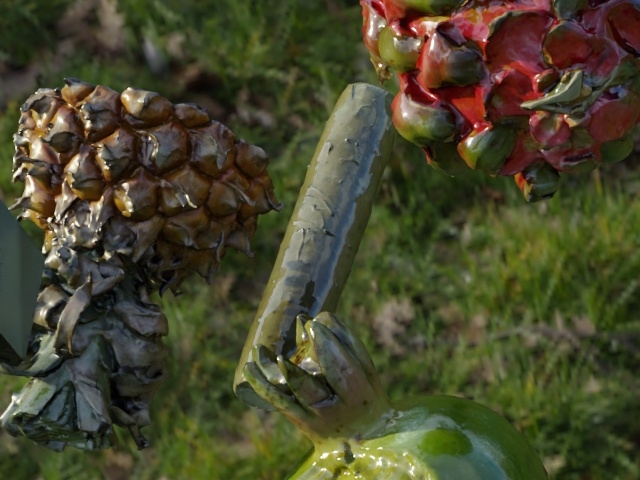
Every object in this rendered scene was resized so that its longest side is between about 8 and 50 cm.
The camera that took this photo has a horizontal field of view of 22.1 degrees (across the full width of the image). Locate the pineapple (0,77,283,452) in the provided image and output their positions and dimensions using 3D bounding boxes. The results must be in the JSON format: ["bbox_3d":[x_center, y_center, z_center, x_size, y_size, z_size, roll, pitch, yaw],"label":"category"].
[{"bbox_3d":[-0.176,0.044,1.370,0.262,0.262,0.272,2,61,22],"label":"pineapple"}]

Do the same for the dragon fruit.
[{"bbox_3d":[0.143,-0.176,1.302,0.237,0.231,0.303,-2,46,-39],"label":"dragon fruit"}]

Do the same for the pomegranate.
[{"bbox_3d":[0.051,0.192,1.291,0.236,0.302,0.236,-31,6,4],"label":"pomegranate"}]

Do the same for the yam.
[{"bbox_3d":[0.000,0.000,1.591,0.083,0.083,0.371,4,53,24],"label":"yam"}]

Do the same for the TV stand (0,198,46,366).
[{"bbox_3d":[-0.249,-0.029,0.899,0.088,0.269,0.083,-9,53,16],"label":"TV stand"}]
